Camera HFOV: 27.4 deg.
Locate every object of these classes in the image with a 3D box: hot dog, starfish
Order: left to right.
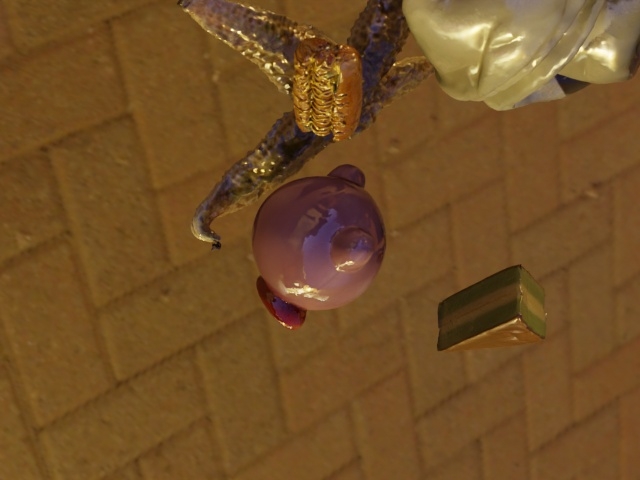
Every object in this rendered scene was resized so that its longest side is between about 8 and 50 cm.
[{"bbox_3d":[-0.014,-0.212,1.630,0.432,0.082,0.324,-30,133,-12],"label":"starfish"},{"bbox_3d":[0.007,-0.150,1.311,0.165,0.071,0.045,90,23,-68],"label":"hot dog"}]

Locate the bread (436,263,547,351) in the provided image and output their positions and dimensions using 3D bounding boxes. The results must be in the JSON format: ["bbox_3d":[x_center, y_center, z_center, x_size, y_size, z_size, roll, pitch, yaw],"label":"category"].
[{"bbox_3d":[0.183,0.081,1.525,0.084,0.139,0.074,39,50,-52],"label":"bread"}]

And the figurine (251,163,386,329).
[{"bbox_3d":[0.000,0.000,1.603,0.173,0.173,0.173,-18,119,-34],"label":"figurine"}]

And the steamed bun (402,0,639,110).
[{"bbox_3d":[0.289,-0.287,1.484,0.394,0.237,0.346,-38,164,-37],"label":"steamed bun"}]
